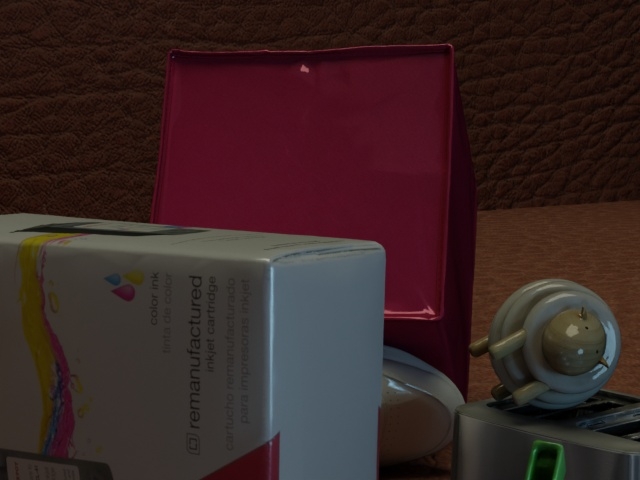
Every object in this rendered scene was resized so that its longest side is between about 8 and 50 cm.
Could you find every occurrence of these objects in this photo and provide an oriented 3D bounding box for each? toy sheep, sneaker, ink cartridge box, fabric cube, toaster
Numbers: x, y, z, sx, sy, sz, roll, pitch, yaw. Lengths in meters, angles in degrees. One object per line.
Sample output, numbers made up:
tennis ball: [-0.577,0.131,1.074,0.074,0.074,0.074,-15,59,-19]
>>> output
toy sheep: [0.145,0.066,0.977,0.091,0.091,0.132,-1,1,-8]
sneaker: [-0.030,0.156,1.184,0.305,0.114,0.152,1,30,-13]
ink cartridge box: [-0.119,0.104,0.976,0.306,0.226,0.131,3,6,32]
fabric cube: [0.000,0.000,1.358,0.259,0.254,0.258,1,-22,11]
toaster: [0.180,0.163,0.982,0.185,0.110,0.168,-6,8,-40]

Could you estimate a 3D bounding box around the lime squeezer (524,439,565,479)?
lime squeezer: [0.051,0.222,0.567,0.059,0.110,0.310,19,43,16]
